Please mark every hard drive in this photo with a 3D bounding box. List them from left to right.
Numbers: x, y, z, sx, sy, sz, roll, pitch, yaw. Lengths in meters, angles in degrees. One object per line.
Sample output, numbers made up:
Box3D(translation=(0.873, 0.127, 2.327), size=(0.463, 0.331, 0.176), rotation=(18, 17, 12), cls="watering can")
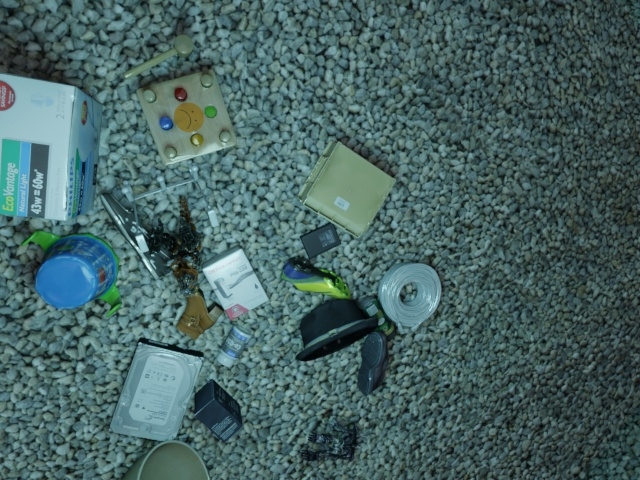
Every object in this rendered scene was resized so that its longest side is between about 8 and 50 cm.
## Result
Box3D(translation=(-0.582, 0.536, 1.675), size=(0.237, 0.064, 0.338), rotation=(20, 94, -17), cls="hard drive")
Box3D(translation=(0.000, 0.000, 1.768), size=(0.135, 0.022, 0.094), rotation=(-25, 105, -10), cls="hard drive")

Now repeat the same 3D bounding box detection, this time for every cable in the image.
Box3D(translation=(0.357, 0.210, 1.869), size=(0.257, 0.089, 0.257), rotation=(-34, 106, -9), cls="cable")

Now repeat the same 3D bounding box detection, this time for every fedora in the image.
Box3D(translation=(0.042, 0.318, 1.746), size=(0.334, 0.334, 0.152), rotation=(-20, 68, -12), cls="fedora")

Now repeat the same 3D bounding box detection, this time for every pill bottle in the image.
Box3D(translation=(-0.316, 0.385, 1.715), size=(0.078, 0.078, 0.137), rotation=(31, 90, -18), cls="pill bottle")

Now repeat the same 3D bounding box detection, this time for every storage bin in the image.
Box3D(translation=(0.092, -0.184, 1.712), size=(0.262, 0.123, 0.260), rotation=(31, 91, -18), cls="storage bin")

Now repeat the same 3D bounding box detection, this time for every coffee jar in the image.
Box3D(translation=(0.221, 0.309, 1.842), size=(0.079, 0.096, 0.184), rotation=(-37, 107, -15), cls="coffee jar")

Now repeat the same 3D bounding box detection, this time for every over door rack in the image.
Box3D(translation=(-0.474, -0.133, 1.459), size=(0.240, 0.324, 0.108), rotation=(-21, 135, -14), cls="over door rack")

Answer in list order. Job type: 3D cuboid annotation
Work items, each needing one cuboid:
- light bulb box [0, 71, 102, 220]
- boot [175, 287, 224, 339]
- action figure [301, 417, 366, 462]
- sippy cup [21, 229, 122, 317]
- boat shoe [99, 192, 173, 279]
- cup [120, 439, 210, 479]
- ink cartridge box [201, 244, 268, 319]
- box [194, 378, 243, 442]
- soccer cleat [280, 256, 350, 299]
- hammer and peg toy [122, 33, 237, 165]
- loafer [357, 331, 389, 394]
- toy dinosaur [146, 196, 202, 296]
Box3D(translation=(-0.781, -0.255, 1.331), size=(0.226, 0.361, 0.357), rotation=(6, 98, -16), cls="light bulb box")
Box3D(translation=(-0.459, 0.248, 1.658), size=(0.152, 0.073, 0.197), rotation=(-46, 105, 0), cls="boot")
Box3D(translation=(0.053, 0.792, 1.860), size=(0.276, 0.141, 0.163), rotation=(17, 86, -44), cls="action figure")
Box3D(translation=(-0.768, 0.106, 1.467), size=(0.306, 0.224, 0.239), rotation=(11, 96, -16), cls="sippy cup")
Box3D(translation=(-0.600, -0.026, 1.561), size=(0.096, 0.112, 0.335), rotation=(-37, 113, -23), cls="boat shoe")
Box3D(translation=(-0.580, 0.898, 1.630), size=(0.237, 0.331, 0.331), rotation=(-29, 108, 21), cls="cup")
Box3D(translation=(-0.304, 0.147, 1.673), size=(0.159, 0.092, 0.217), rotation=(-28, 104, -10), cls="ink cartridge box")
Box3D(translation=(-0.369, 0.611, 1.697), size=(0.093, 0.156, 0.158), rotation=(-41, 107, -5), cls="box")
Box3D(translation=(-0.018, 0.160, 1.771), size=(0.289, 0.093, 0.121), rotation=(29, 121, -22), cls="soccer cleat")
Box3D(translation=(-0.450, -0.445, 1.515), size=(0.266, 0.127, 0.361), rotation=(-20, 104, -10), cls="hammer and peg toy")
Box3D(translation=(0.219, 0.474, 1.852), size=(0.095, 0.109, 0.302), rotation=(-8, 123, -30), cls="loafer")
Box3D(translation=(-0.464, 0.020, 1.561), size=(0.164, 0.218, 0.321), rotation=(-27, 73, -1), cls="toy dinosaur")
